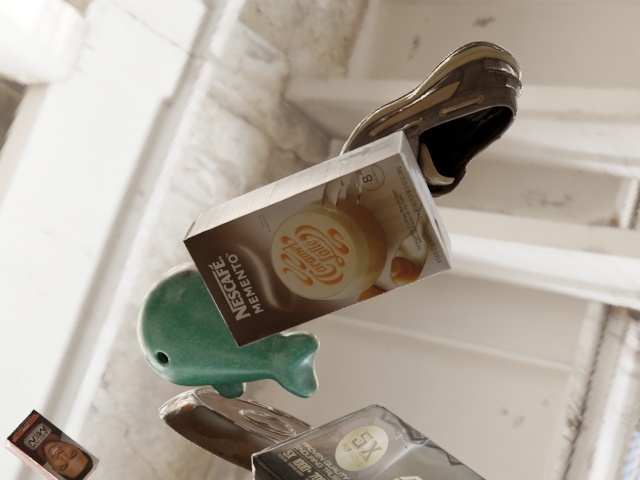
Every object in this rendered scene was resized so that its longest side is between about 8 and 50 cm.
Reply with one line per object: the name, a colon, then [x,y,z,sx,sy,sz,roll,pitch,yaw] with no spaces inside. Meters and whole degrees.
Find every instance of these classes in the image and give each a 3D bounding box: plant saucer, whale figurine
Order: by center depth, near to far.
whale figurine: [-0.133,0.141,1.528,0.272,0.216,0.141,22,-143,25]
plant saucer: [-0.084,0.285,1.650,0.311,0.311,0.050,24,-88,42]

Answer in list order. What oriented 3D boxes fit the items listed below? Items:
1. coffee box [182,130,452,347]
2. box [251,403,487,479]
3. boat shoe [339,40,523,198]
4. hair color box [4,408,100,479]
coffee box: [0.000,0.000,1.199,0.247,0.141,0.098,-22,-163,13]
box: [0.050,0.184,0.509,0.180,0.078,0.147,29,-51,50]
boat shoe: [0.141,-0.131,1.590,0.355,0.132,0.130,-45,-148,35]
hair color box: [-0.441,0.350,1.849,0.072,0.141,0.043,-51,176,-37]
